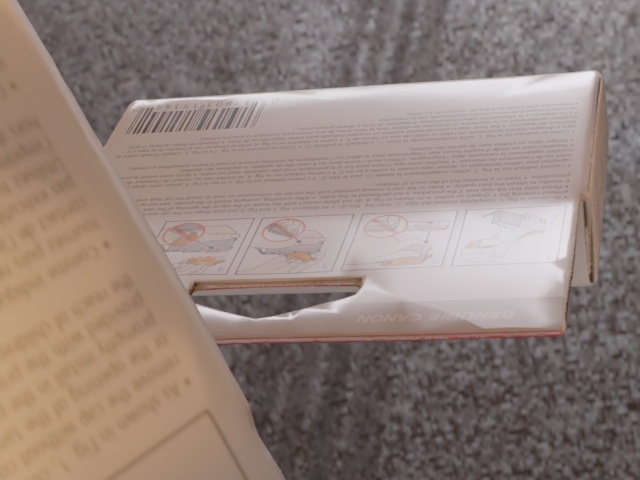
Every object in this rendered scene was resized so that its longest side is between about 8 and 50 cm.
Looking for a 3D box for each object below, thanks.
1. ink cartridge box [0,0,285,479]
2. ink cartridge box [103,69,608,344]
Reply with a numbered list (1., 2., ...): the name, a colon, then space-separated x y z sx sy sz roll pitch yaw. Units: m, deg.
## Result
1. ink cartridge box: -0.167 0.064 0.304 0.308 0.385 0.091 -33 5 -42
2. ink cartridge box: 0.000 0.000 0.781 0.296 0.066 0.261 -2 33 16
